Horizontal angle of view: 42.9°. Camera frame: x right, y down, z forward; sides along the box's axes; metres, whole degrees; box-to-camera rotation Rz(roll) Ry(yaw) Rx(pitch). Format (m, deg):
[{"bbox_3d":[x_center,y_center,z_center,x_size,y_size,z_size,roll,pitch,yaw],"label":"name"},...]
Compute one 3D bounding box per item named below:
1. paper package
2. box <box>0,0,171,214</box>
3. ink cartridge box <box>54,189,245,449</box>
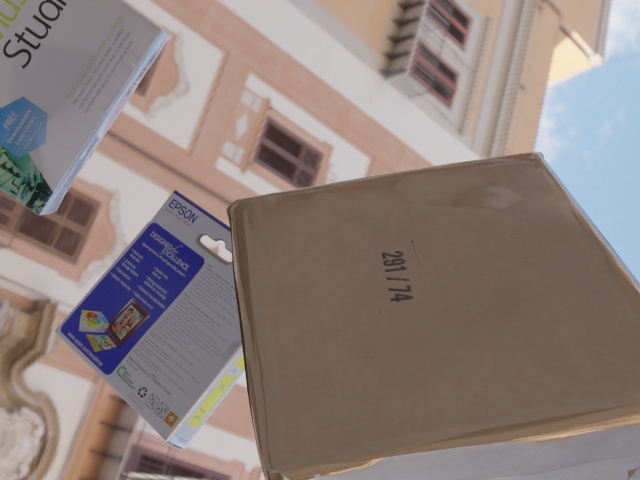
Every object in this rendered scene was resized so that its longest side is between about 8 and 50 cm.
[{"bbox_3d":[0.093,0.088,0.666,0.309,0.168,0.325,-10,-144,-3],"label":"paper package"},{"bbox_3d":[-0.351,-0.211,0.835,0.232,0.322,0.058,-55,-178,5],"label":"box"},{"bbox_3d":[-0.224,0.112,1.284,0.303,0.072,0.307,33,-103,33],"label":"ink cartridge box"}]
